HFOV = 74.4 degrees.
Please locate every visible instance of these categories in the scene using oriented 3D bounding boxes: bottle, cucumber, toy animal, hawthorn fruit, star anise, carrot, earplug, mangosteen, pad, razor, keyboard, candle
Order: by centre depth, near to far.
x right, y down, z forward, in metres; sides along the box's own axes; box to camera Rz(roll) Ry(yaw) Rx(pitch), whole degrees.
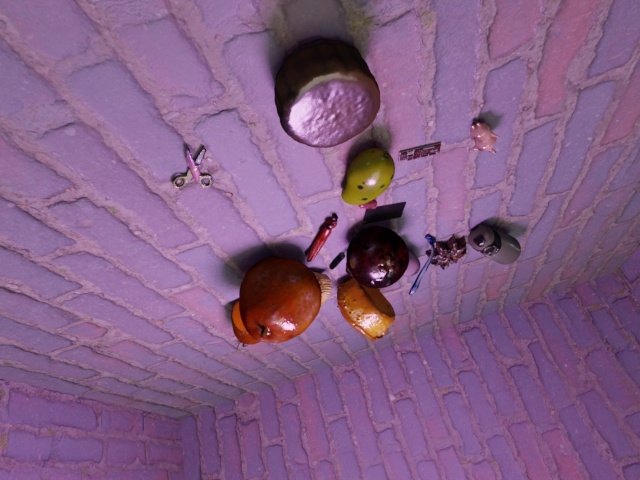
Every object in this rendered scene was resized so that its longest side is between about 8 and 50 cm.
[{"bbox_3d":[0.600,-0.384,1.567,0.089,0.083,0.150,-43,127,1],"label":"toy animal"},{"bbox_3d":[0.377,-0.331,1.598,0.166,0.017,0.055,-14,148,-5],"label":"keyboard"},{"bbox_3d":[0.285,-0.122,1.889,0.194,0.004,0.116,-11,148,-10],"label":"pad"},{"bbox_3d":[0.000,0.000,1.899,0.051,0.048,0.329,-8,148,-30],"label":"candle"},{"bbox_3d":[-0.195,0.283,1.901,0.404,0.402,0.402,-12,148,-8],"label":"hawthorn fruit"},{"bbox_3d":[0.259,0.079,1.946,0.312,0.310,0.311,-12,148,-8],"label":"mangosteen"},{"bbox_3d":[0.080,0.110,2.123,0.032,0.032,0.133,6,143,-32],"label":"cucumber"},{"bbox_3d":[0.529,0.134,2.161,0.093,0.056,0.323,26,84,-46],"label":"razor"},{"bbox_3d":[0.436,0.119,2.199,0.172,0.172,0.301,-34,150,25],"label":"earplug"},{"bbox_3d":[0.926,0.019,2.264,0.347,0.168,0.168,18,134,-39],"label":"bottle"},{"bbox_3d":[-0.378,0.466,2.289,0.194,0.214,0.331,-8,150,-13],"label":"carrot"},{"bbox_3d":[0.704,0.078,2.308,0.223,0.108,0.236,-27,145,7],"label":"star anise"}]

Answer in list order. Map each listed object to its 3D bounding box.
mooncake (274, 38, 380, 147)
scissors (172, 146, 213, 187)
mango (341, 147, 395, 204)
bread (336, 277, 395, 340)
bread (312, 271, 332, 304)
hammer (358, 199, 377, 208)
[{"bbox_3d":[0.011,-0.404,1.178,0.291,0.161,0.290,-12,150,-7],"label":"mooncake"},{"bbox_3d":[-0.409,-0.233,1.372,0.134,0.019,0.187,-6,148,-24],"label":"scissors"},{"bbox_3d":[0.171,-0.224,1.559,0.176,0.142,0.293,-2,154,-20],"label":"mango"},{"bbox_3d":[0.250,0.362,2.292,0.204,0.358,0.337,-44,155,22],"label":"bread"},{"bbox_3d":[-0.061,0.272,2.169,0.133,0.178,0.250,18,133,-38],"label":"bread"},{"bbox_3d":[0.198,-0.153,1.768,0.084,0.043,0.043,-3,145,-25],"label":"hammer"}]
